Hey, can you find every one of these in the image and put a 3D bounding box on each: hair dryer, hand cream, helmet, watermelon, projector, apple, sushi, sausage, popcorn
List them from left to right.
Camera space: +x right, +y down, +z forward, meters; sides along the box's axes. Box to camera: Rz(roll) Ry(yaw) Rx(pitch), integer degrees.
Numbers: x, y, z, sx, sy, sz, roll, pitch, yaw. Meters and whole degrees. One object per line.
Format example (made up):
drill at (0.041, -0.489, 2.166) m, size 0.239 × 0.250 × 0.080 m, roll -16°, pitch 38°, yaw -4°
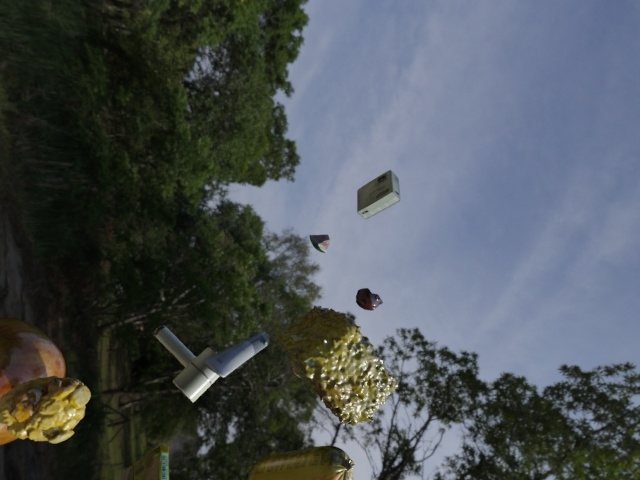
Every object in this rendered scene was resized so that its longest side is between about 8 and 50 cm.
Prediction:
apple at (-1.026, 0.446, 1.266) m, size 0.333 × 0.400 × 0.400 m, roll 94°, pitch -25°, yaw -51°
popcorn at (-0.683, 0.422, 1.025) m, size 0.140 × 0.194 × 0.163 m, roll -144°, pitch -143°, yaw -81°
hair dryer at (-0.590, 0.485, 1.728) m, size 0.362 × 0.203 × 0.128 m, roll 40°, pitch -28°, yaw 11°
hand cream at (-0.251, 0.350, 1.269) m, size 0.079 × 0.255 × 0.048 m, roll 28°, pitch -68°, yaw 22°
sausage at (-0.058, 0.602, 1.035) m, size 0.347 × 0.123 × 0.123 m, roll -28°, pitch -113°, yaw 30°
watermelon at (-0.003, 0.002, 1.581) m, size 0.092 × 0.072 × 0.084 m, roll 43°, pitch -23°, yaw -11°
sushi at (0.048, 0.414, 1.366) m, size 0.396 × 0.240 × 0.351 m, roll 55°, pitch -16°, yaw -14°
helmet at (0.206, 0.267, 1.771) m, size 0.123 × 0.070 × 0.098 m, roll 38°, pitch -33°, yaw -5°
projector at (0.195, -0.150, 1.362) m, size 0.147 × 0.061 × 0.115 m, roll -29°, pitch -139°, yaw 33°

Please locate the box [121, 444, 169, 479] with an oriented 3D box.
box at (-0.479, 0.656, 1.102) m, size 0.193 × 0.030 × 0.121 m, roll -39°, pitch -136°, yaw 20°
